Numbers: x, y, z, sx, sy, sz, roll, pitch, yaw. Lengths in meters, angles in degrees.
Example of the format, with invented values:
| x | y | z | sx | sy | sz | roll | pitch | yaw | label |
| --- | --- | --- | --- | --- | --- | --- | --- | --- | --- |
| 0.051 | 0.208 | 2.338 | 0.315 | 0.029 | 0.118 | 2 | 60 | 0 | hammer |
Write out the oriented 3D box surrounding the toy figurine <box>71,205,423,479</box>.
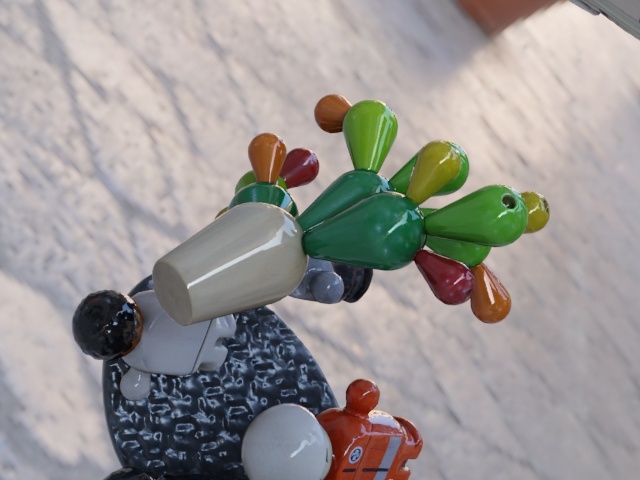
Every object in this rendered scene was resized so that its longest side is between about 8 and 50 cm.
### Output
| x | y | z | sx | sy | sz | roll | pitch | yaw | label |
| --- | --- | --- | --- | --- | --- | --- | --- | --- | --- |
| -0.060 | 0.098 | 1.181 | 0.148 | 0.213 | 0.209 | 9 | 63 | -51 | toy figurine |

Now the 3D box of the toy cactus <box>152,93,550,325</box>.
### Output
| x | y | z | sx | sy | sz | roll | pitch | yaw | label |
| --- | --- | --- | --- | --- | --- | --- | --- | --- | --- |
| 0.000 | 0.000 | 0.876 | 0.219 | 0.180 | 0.112 | 22 | -51 | 48 | toy cactus |

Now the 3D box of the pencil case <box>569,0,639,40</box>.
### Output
| x | y | z | sx | sy | sz | roll | pitch | yaw | label |
| --- | --- | --- | --- | --- | --- | --- | --- | --- | --- |
| 0.331 | -0.188 | 1.411 | 0.410 | 0.183 | 0.160 | 45 | 11 | 37 | pencil case |

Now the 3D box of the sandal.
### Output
| x | y | z | sx | sy | sz | roll | pitch | yaw | label |
| --- | --- | --- | --- | --- | --- | --- | --- | --- | --- |
| -0.020 | 0.213 | 1.381 | 0.446 | 0.167 | 0.107 | 52 | -15 | -12 | sandal |

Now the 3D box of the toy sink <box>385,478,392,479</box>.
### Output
| x | y | z | sx | sy | sz | roll | pitch | yaw | label |
| --- | --- | --- | --- | --- | --- | --- | --- | --- | --- |
| -0.025 | 0.269 | 1.033 | 0.131 | 0.234 | 0.153 | 52 | 29 | 2 | toy sink |
